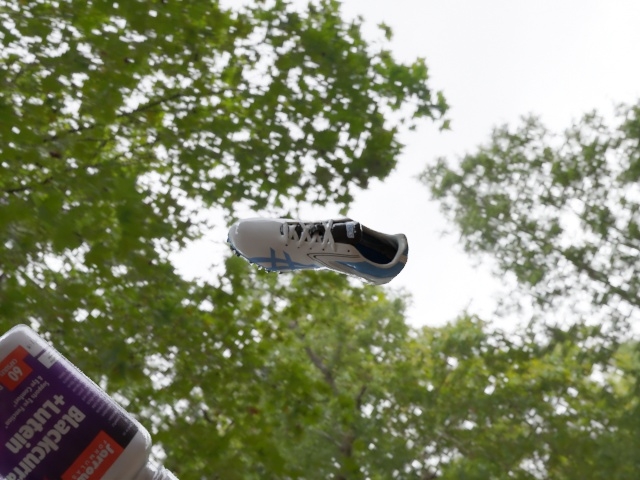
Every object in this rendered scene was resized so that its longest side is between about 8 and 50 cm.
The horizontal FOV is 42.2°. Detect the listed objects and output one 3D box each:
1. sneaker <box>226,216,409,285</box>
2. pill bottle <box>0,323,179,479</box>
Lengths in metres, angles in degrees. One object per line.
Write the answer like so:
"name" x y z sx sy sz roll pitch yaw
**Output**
"sneaker" 0.000 0.000 1.059 0.237 0.085 0.086 9 -44 -15
"pill bottle" -0.206 0.168 0.668 0.193 0.108 0.108 43 -105 -6
